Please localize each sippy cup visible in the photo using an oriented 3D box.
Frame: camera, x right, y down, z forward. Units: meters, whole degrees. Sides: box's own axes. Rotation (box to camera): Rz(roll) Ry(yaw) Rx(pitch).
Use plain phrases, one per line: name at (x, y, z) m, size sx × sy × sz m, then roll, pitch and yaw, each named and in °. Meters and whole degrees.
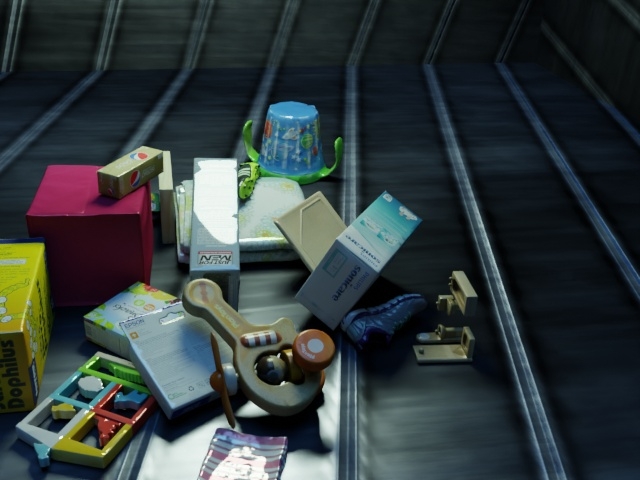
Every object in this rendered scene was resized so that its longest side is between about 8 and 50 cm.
sippy cup at (-0.093, -0.330, 2.442) m, size 0.306 × 0.224 × 0.240 m, roll -4°, pitch 30°, yaw -14°

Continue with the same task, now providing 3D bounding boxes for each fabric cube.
fabric cube at (-0.545, -0.015, 1.795) m, size 0.259 × 0.254 × 0.258 m, roll 0°, pitch 31°, yaw -8°

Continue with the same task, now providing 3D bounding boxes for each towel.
towel at (-0.143, 0.408, 1.301) m, size 0.144 × 0.029 × 0.197 m, roll 6°, pitch 29°, yaw 7°
towel at (-0.214, -0.055, 2.050) m, size 0.375 × 0.090 × 0.320 m, roll -3°, pitch 39°, yaw -10°

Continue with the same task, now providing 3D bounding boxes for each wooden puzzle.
wooden puzzle at (0.000, 0.000, 1.936) m, size 0.221 × 0.044 × 0.239 m, roll 53°, pitch 38°, yaw 1°

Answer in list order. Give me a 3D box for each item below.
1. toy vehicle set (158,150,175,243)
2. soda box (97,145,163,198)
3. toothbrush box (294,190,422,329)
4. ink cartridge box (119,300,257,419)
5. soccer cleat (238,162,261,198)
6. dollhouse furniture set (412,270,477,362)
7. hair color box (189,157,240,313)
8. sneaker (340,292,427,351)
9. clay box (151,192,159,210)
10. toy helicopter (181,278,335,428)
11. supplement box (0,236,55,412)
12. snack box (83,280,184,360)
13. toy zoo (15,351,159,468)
toy vehicle set at (-0.435, -0.126, 2.095) m, size 0.035 × 0.166 × 0.267 m, roll -3°, pitch 29°, yaw -12°
soda box at (-0.447, -0.163, 1.754) m, size 0.061 × 0.058 × 0.181 m, roll 16°, pitch 30°, yaw 18°
toothbrush box at (0.094, 0.044, 1.768) m, size 0.126 × 0.216 × 0.295 m, roll 38°, pitch 38°, yaw 5°
ink cartridge box at (-0.266, 0.229, 1.512) m, size 0.223 × 0.045 × 0.224 m, roll -17°, pitch 57°, yaw -38°
soccer cleat at (-0.219, -0.167, 2.082) m, size 0.072 × 0.060 × 0.179 m, roll 1°, pitch 30°, yaw 10°
dollhouse furniture set at (0.269, 0.169, 1.655) m, size 0.123 × 0.151 × 0.144 m, roll -1°, pitch 27°, yaw -7°
hair color box at (-0.253, -0.008, 1.780) m, size 0.114 × 0.185 × 0.374 m, roll 1°, pitch 47°, yaw -8°
sneaker at (0.160, 0.194, 1.698) m, size 0.224 × 0.083 × 0.098 m, roll -15°, pitch 54°, yaw -22°
clay box at (-0.574, -0.089, 2.129) m, size 0.222 × 0.053 × 0.127 m, roll -2°, pitch 29°, yaw -12°
toy helicopter at (-0.159, 0.211, 1.473) m, size 0.355 × 0.140 × 0.235 m, roll 40°, pitch 53°, yaw 21°
supplement box at (-0.668, 0.164, 1.515) m, size 0.195 × 0.194 × 0.356 m, roll -3°, pitch 30°, yaw -11°
snack box at (-0.383, 0.186, 1.634) m, size 0.207 × 0.070 × 0.174 m, roll 18°, pitch 34°, yaw 27°
toy zoo at (-0.432, 0.328, 1.413) m, size 0.192 × 0.030 × 0.293 m, roll 13°, pitch 30°, yaw 17°
